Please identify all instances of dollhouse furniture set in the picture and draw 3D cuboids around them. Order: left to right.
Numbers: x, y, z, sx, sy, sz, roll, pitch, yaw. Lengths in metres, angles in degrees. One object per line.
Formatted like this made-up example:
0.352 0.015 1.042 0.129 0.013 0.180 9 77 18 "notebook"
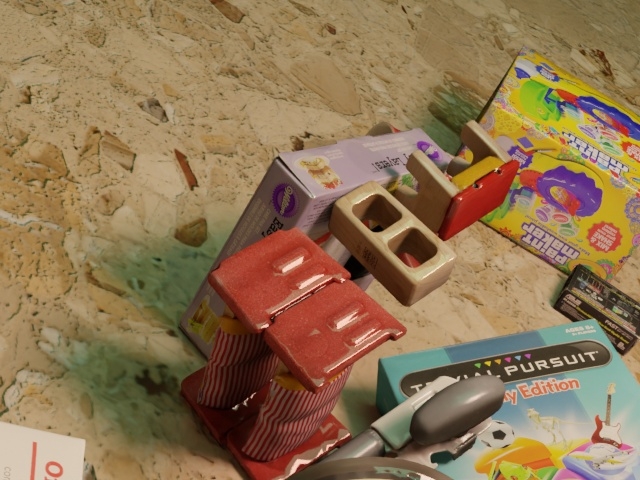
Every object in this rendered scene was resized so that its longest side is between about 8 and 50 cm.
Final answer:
0.056 0.061 1.160 0.374 0.201 0.152 -30 64 -33 "dollhouse furniture set"

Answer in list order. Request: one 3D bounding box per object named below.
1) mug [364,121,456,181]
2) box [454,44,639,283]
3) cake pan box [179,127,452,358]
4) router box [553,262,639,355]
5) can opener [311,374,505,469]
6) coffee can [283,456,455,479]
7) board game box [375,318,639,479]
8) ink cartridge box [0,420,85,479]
0.139 -0.096 1.637 0.169 0.113 0.150 18 35 -25 "mug"
0.366 -0.114 1.786 0.290 0.177 0.279 32 33 2 "box"
0.000 0.000 1.259 0.070 0.245 0.267 48 34 19 "cake pan box"
0.396 0.096 1.645 0.122 0.038 0.092 34 31 7 "router box"
0.049 0.203 1.081 0.280 0.093 0.074 -32 57 -25 "can opener"
0.039 0.330 0.868 0.202 0.201 0.275 21 33 -14 "coffee can"
0.224 0.233 1.162 0.254 0.079 0.336 -9 40 -12 "board game box"
-0.285 0.226 0.824 0.353 0.119 0.207 17 34 -21 "ink cartridge box"
